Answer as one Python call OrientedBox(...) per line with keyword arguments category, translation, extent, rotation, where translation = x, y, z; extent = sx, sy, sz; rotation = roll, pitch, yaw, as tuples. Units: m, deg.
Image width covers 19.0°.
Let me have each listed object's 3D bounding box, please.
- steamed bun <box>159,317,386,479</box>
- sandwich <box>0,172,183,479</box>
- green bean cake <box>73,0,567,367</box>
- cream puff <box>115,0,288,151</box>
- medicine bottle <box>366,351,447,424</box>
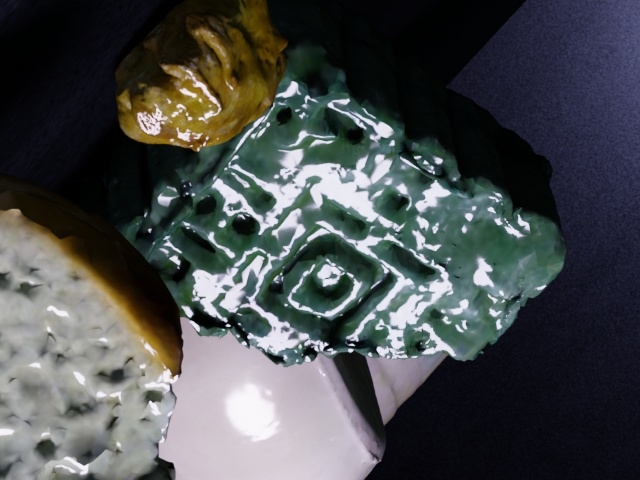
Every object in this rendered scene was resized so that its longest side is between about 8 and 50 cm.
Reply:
OrientedBox(category="steamed bun", translation=(-0.060, 0.060, 1.141), extent=(0.145, 0.231, 0.232), rotation=(-22, 180, 5))
OrientedBox(category="sandwich", translation=(-0.111, 0.141, 0.667), extent=(0.254, 0.288, 0.099), rotation=(-43, -165, -9))
OrientedBox(category="green bean cake", translation=(0.000, 0.000, 0.954), extent=(0.193, 0.208, 0.107), rotation=(-50, -157, 18))
OrientedBox(category="cream puff", translation=(-0.048, -0.073, 0.824), extent=(0.083, 0.058, 0.083), rotation=(-49, 175, 18))
OrientedBox(category="medicine bottle", translation=(-0.022, 0.074, 1.684), extent=(0.406, 0.236, 0.236), rotation=(-46, 178, -17))
